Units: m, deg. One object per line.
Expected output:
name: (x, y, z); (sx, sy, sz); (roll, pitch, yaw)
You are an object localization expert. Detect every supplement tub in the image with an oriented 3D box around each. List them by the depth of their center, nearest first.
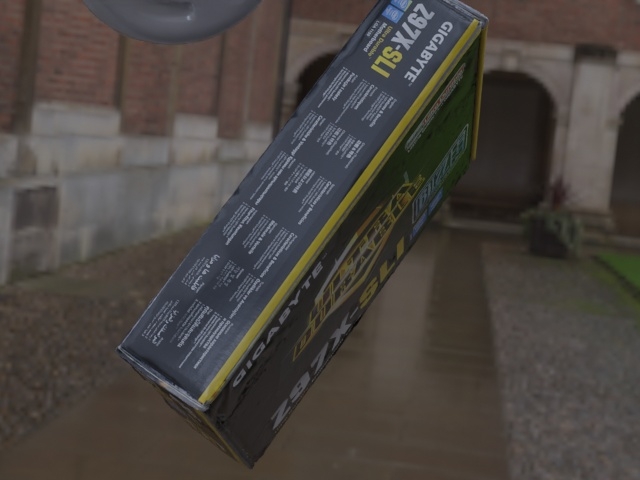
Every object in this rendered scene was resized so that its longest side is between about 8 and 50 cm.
supplement tub: (-0.113, -0.240, 0.932); (0.144, 0.144, 0.199); (4, 36, -22)

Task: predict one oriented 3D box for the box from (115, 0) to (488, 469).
box: (0.000, 0.000, 0.990); (0.079, 0.322, 0.257); (34, -13, 12)
